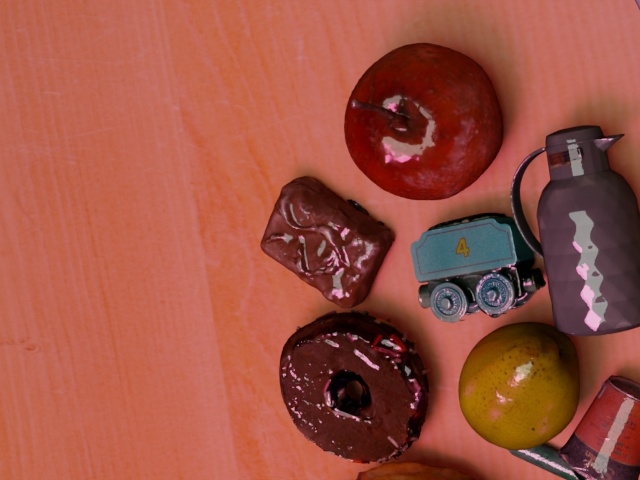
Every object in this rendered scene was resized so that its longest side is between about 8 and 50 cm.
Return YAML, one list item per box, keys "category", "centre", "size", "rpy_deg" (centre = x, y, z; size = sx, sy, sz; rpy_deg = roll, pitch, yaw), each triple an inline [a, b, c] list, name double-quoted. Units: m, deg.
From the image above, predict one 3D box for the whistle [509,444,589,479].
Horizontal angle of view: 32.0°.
- category: "whistle"
  centre: [0.365, 0.341, 1.705]
  size: [0.186, 0.039, 0.039]
  rpy_deg: [23, 111, 24]

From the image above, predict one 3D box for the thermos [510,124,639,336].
- category: "thermos"
  centre: [0.366, -0.016, 1.571]
  size: [0.182, 0.145, 0.286]
  rpy_deg: [-10, 94, 38]

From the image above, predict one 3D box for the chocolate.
- category: "chocolate"
  centre: [0.000, 0.000, 1.799]
  size: [0.214, 0.093, 0.148]
  rpy_deg: [32, 113, 19]

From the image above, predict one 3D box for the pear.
- category: "pear"
  centre: [0.295, 0.203, 1.620]
  size: [0.187, 0.187, 0.219]
  rpy_deg: [35, 141, 18]

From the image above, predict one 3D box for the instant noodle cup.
- category: "instant noodle cup"
  centre: [0.429, 0.275, 1.617]
  size: [0.127, 0.127, 0.135]
  rpy_deg: [26, 104, 22]

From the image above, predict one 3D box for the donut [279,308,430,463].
- category: "donut"
  centre: [0.058, 0.232, 1.798]
  size: [0.270, 0.103, 0.269]
  rpy_deg: [10, 116, 22]

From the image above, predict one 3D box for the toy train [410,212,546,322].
- category: "toy train"
  centre: [0.235, 0.040, 1.675]
  size: [0.198, 0.107, 0.154]
  rpy_deg: [-12, 87, 30]

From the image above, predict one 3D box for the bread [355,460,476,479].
- category: "bread"
  centre: [0.138, 0.544, 1.717]
  size: [0.398, 0.215, 0.398]
  rpy_deg: [0, 91, 4]

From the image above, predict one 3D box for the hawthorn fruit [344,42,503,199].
- category: "hawthorn fruit"
  centre: [0.148, -0.156, 1.613]
  size: [0.235, 0.263, 0.231]
  rpy_deg: [15, 133, -2]

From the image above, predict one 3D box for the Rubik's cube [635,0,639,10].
- category: "Rubik's cube"
  centre: [0.520, -0.326, 1.368]
  size: [0.221, 0.225, 0.231]
  rpy_deg: [-27, 87, 30]
